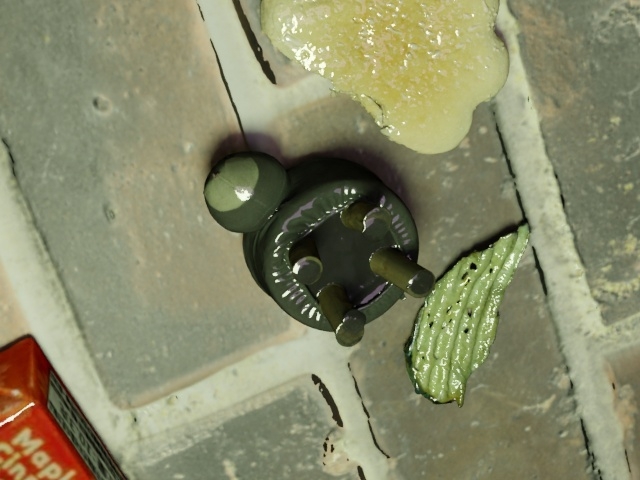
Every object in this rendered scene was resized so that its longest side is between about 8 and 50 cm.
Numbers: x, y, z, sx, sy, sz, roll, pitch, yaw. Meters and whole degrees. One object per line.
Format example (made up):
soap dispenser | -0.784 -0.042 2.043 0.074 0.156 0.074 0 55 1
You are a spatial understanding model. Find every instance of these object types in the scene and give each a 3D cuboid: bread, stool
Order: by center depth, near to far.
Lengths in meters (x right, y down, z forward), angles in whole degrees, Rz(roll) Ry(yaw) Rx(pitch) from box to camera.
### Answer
bread | 0.075 -0.200 1.580 0.251 0.039 0.182 36 98 -25
stool | -0.004 0.008 1.582 0.228 0.139 0.153 9 106 -22

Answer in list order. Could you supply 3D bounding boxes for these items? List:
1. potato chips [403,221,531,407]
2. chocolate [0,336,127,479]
potato chips | 0.144 0.071 1.710 0.092 0.028 0.207 14 108 -22
chocolate | -0.309 0.252 1.605 0.234 0.108 0.237 -30 114 -4
